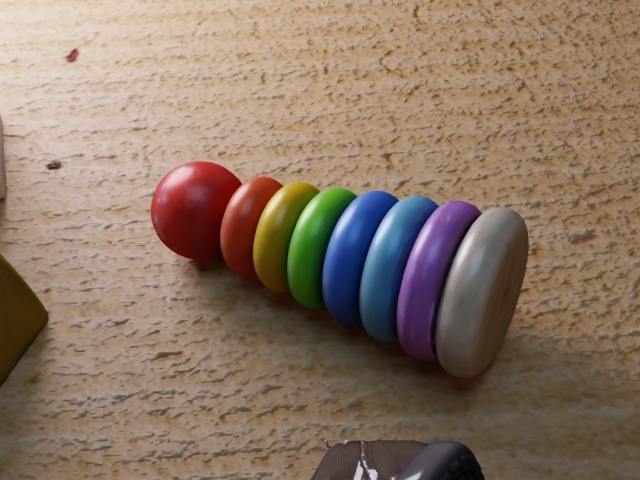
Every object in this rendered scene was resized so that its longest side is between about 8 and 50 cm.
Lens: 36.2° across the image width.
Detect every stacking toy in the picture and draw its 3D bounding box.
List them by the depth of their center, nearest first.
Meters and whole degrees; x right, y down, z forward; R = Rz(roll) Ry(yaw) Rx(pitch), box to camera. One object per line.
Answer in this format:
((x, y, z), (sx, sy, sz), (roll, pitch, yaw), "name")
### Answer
((0.000, 0.000, 0.832), (0.330, 0.141, 0.141), (18, 52, 22), "stacking toy")

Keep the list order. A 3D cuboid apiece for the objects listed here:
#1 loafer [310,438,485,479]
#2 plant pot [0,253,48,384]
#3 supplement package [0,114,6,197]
((-0.029, 0.264, 0.621), (0.130, 0.134, 0.366), (8, 35, 40), "loafer")
((-0.377, 0.049, 0.765), (0.212, 0.187, 0.212), (16, 51, 16), "plant pot")
((-0.442, -0.106, 0.934), (0.244, 0.139, 0.134), (-13, 48, -8), "supplement package")
